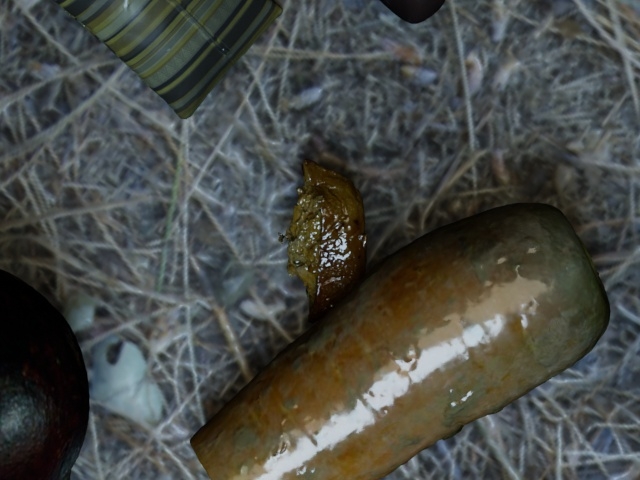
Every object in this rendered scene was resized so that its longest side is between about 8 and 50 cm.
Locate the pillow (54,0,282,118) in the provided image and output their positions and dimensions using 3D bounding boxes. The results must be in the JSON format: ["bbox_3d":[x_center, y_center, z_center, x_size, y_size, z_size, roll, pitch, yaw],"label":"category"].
[{"bbox_3d":[-0.125,-0.184,1.016,0.113,0.038,0.203,-49,123,1],"label":"pillow"}]

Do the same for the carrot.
[{"bbox_3d":[0.054,0.084,1.002,0.302,0.139,0.139,-32,88,-1],"label":"carrot"}]

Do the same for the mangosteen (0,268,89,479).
[{"bbox_3d":[-0.255,0.148,0.958,0.231,0.231,0.289,-12,96,0],"label":"mangosteen"}]

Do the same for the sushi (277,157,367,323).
[{"bbox_3d":[0.001,0.000,1.040,0.060,0.061,0.118,-4,89,-12],"label":"sushi"}]

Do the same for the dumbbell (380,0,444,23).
[{"bbox_3d":[0.106,-0.266,1.017,0.225,0.124,0.140,-39,87,-1],"label":"dumbbell"}]
